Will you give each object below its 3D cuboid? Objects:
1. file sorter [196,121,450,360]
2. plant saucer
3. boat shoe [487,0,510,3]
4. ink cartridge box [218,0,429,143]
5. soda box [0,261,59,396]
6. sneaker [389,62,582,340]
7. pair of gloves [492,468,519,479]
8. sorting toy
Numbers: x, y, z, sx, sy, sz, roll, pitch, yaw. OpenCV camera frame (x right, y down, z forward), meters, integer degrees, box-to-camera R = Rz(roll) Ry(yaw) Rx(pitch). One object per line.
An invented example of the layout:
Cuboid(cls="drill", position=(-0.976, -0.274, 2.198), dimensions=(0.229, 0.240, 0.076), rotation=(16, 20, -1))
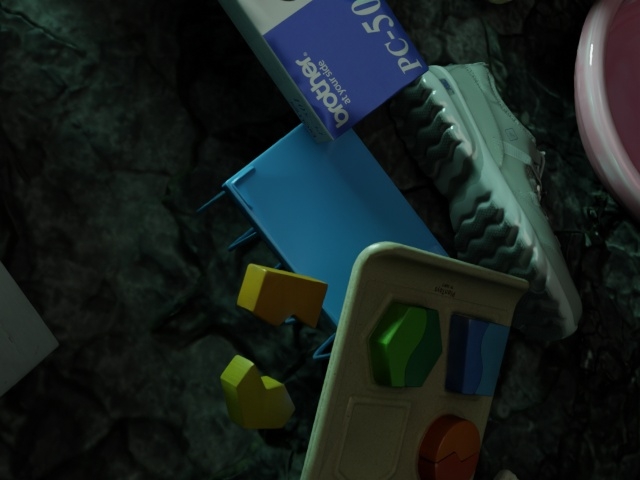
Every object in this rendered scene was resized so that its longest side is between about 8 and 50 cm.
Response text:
Cuboid(cls="file sorter", position=(0.000, 0.000, 0.799), dimensions=(0.118, 0.104, 0.170), rotation=(-41, 97, -27))
Cuboid(cls="plant saucer", position=(0.394, -0.135, 1.033), dimensions=(0.332, 0.084, 0.332), rotation=(6, 76, -24))
Cuboid(cls="boat shoe", position=(0.241, -0.386, 1.002), dimensions=(0.122, 0.110, 0.341), rotation=(38, 65, -14))
Cuboid(cls="ink cartridge box", position=(-0.018, -0.184, 0.725), dimensions=(0.097, 0.046, 0.207), rotation=(-38, 102, -12))
Cuboid(cls="soda box", position=(-0.299, -0.012, 0.624), dimensions=(0.098, 0.091, 0.286), rotation=(-47, 112, -42))
Cuboid(cls="sneaker", position=(0.177, -0.045, 0.895), dimensions=(0.115, 0.105, 0.281), rotation=(-24, 89, -28))
Cuboid(cls="pair of gloves", position=(0.158, 0.344, 0.815), dimensions=(0.204, 0.042, 0.240), rotation=(-36, 105, -29))
Cuboid(cls="sorting toy", position=(0.048, 0.118, 0.729), dimensions=(0.307, 0.041, 0.229), rotation=(15, 93, -46))
